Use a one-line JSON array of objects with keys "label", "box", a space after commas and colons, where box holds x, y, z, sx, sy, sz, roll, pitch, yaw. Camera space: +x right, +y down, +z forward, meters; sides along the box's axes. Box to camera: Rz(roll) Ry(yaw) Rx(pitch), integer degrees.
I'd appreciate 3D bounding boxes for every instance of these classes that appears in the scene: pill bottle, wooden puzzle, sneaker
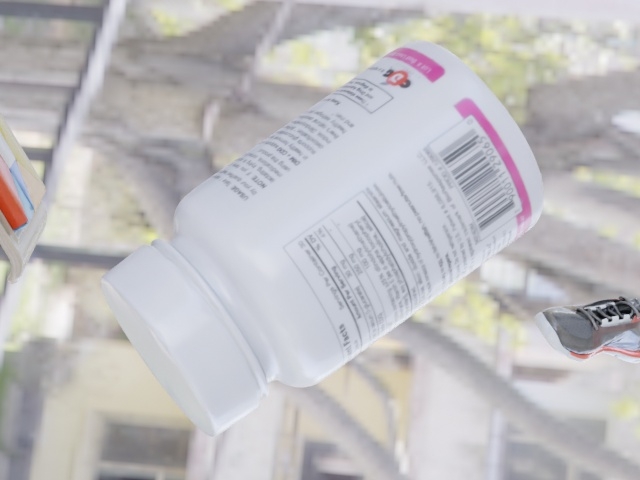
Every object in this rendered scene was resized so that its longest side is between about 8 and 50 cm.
[{"label": "pill bottle", "box": [0.000, 0.000, 1.320, 0.160, 0.283, 0.160, 51, -14, 18]}, {"label": "wooden puzzle", "box": [-0.342, -0.091, 1.966, 0.221, 0.044, 0.238, -96, 162, -75]}, {"label": "sneaker", "box": [0.263, 0.072, 1.764, 0.065, 0.158, 0.061, -51, -127, 31]}]
